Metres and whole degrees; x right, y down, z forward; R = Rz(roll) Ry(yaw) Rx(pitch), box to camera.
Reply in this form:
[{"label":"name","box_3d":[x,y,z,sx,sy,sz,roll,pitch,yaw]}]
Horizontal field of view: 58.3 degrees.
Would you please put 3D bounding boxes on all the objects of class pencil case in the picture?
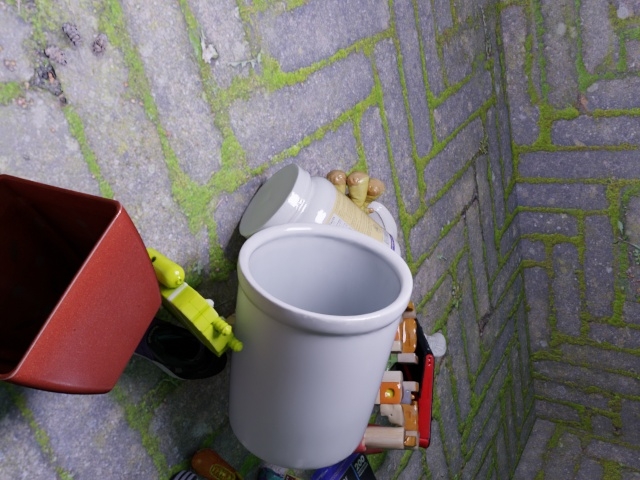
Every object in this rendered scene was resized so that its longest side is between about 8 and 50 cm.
[{"label":"pencil case","box_3d":[-0.144,0.661,1.456,0.070,0.064,0.152,32,67,-24]}]

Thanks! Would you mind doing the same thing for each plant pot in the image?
[{"label":"plant pot","box_3d":[-0.406,0.092,0.878,0.267,0.267,0.236,-65,153,-25]}]

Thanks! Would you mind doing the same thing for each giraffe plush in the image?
[{"label":"giraffe plush","box_3d":[0.077,-0.064,1.552,0.210,0.181,0.170,96,0,-55]}]

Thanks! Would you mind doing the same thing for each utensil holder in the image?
[{"label":"utensil holder","box_3d":[-0.017,0.209,1.146,0.327,0.327,0.385,-29,137,-49]}]

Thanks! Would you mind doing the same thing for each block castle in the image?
[{"label":"block castle","box_3d":[0.145,0.355,1.590,0.303,0.212,0.453,46,43,-64]}]

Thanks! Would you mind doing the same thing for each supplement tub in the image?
[{"label":"supplement tub","box_3d":[0.000,0.000,1.356,0.331,0.241,0.241,38,62,-25]}]

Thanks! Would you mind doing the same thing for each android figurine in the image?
[{"label":"android figurine","box_3d":[-0.247,0.116,1.051,0.056,0.273,0.248,-47,144,-20]}]

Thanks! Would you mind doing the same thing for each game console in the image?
[{"label":"game console","box_3d":[0.306,0.433,1.854,0.386,0.060,0.342,-98,-168,-74]}]

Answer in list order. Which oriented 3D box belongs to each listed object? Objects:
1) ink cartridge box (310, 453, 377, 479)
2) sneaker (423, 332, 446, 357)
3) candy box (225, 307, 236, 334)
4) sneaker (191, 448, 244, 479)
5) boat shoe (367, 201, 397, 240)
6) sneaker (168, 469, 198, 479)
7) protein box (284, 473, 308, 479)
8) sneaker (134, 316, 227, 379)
[{"label":"ink cartridge box","box_3d":[0.081,0.736,1.750,0.206,0.045,0.208,-37,106,-46]},{"label":"sneaker","box_3d":[0.404,0.390,2.160,0.232,0.090,0.115,-28,113,-50]},{"label":"candy box","box_3d":[-0.103,0.264,1.439,0.183,0.087,0.316,-50,131,-38]},{"label":"sneaker","box_3d":[-0.231,0.527,1.318,0.175,0.067,0.064,51,56,-42]},{"label":"boat shoe","box_3d":[0.183,0.010,1.790,0.096,0.098,0.277,-49,133,-40]},{"label":"sneaker","box_3d":[-0.323,0.594,1.189,0.223,0.083,0.098,-43,133,-43]},{"label":"protein box","box_3d":[0.016,0.737,1.528,0.201,0.200,0.136,31,68,-30]},{"label":"sneaker","box_3d":[-0.270,0.234,1.172,0.283,0.124,0.107,37,66,-50]}]
